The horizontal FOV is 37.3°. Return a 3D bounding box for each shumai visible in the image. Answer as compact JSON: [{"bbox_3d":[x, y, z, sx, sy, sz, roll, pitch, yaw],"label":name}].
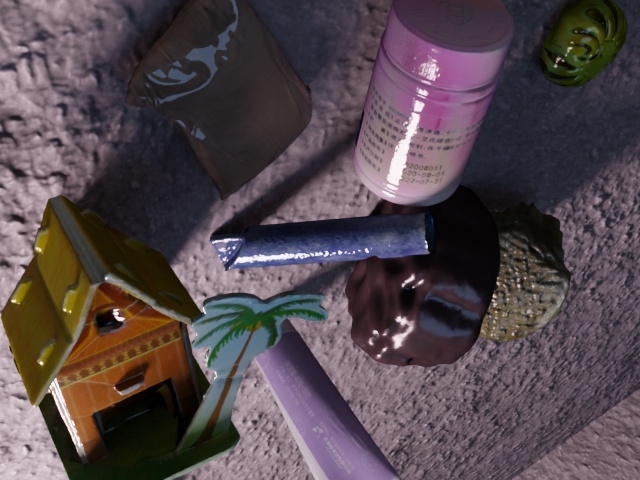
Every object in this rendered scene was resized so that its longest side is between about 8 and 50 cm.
[{"bbox_3d":[0.276,0.033,1.605,0.261,0.222,0.225,11,114,-7],"label":"shumai"}]

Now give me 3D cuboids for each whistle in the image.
[{"bbox_3d":[0.000,0.000,1.270,0.304,0.062,0.062,-5,154,19],"label":"whistle"}]

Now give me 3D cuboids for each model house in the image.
[{"bbox_3d":[-0.201,0.064,1.108,0.340,0.300,0.323,-23,138,-18],"label":"model house"}]

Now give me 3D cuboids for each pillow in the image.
[{"bbox_3d":[-0.107,-0.160,1.068,0.173,0.067,0.270,-41,148,1],"label":"pillow"}]

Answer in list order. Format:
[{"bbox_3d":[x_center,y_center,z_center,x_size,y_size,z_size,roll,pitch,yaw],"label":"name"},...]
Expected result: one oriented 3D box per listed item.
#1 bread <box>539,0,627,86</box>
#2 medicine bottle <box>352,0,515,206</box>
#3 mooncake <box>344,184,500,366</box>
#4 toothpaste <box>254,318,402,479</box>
[{"bbox_3d":[0.372,-0.276,1.340,0.130,0.071,0.139,1,135,-49],"label":"bread"},{"bbox_3d":[0.134,-0.180,1.176,0.152,0.152,0.254,-17,144,-25],"label":"medicine bottle"},{"bbox_3d":[0.135,0.042,1.375,0.141,0.283,0.283,14,129,-20],"label":"mooncake"},{"bbox_3d":[-0.010,0.259,1.433,0.125,0.371,0.080,-44,146,16],"label":"toothpaste"}]
